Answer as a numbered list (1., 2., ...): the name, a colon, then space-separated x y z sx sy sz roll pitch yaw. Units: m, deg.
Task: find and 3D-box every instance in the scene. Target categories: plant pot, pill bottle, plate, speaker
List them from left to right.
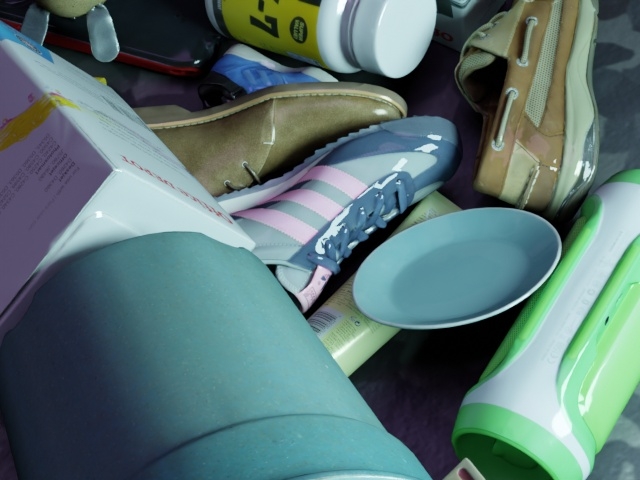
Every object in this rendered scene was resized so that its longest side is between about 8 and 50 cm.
1. plant pot: -0.089 0.189 1.532 0.341 0.341 0.334 -22 46 -9
2. pill bottle: 0.001 -0.230 1.911 0.208 0.119 0.119 20 60 33
3. plate: 0.120 0.030 1.723 0.188 0.024 0.188 -13 30 8
4. speaker: 0.230 0.081 1.705 0.131 0.131 0.296 25 62 20

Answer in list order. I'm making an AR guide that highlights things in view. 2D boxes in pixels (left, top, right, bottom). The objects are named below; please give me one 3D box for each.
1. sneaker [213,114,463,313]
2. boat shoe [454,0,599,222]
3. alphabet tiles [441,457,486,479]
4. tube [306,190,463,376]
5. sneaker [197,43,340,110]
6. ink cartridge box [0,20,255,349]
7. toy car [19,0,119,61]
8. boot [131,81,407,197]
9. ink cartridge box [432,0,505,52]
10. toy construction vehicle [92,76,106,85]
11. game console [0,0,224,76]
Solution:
1. sneaker: 0.000 0.000 1.793 0.319 0.112 0.131 -26 54 -2
2. boat shoe: 0.191 -0.164 1.851 0.120 0.122 0.324 8 50 -6
3. alphabet tiles: 0.066 0.295 1.578 0.237 0.009 0.198 -45 52 7
4. tube: 0.061 0.049 1.789 0.240 0.062 0.070 -43 106 -26
5. sneaker: -0.049 -0.134 1.912 0.152 0.058 0.084 24 56 24
6. ink cartridge box: -0.237 -0.028 1.719 0.197 0.198 0.270 -50 51 7
7. toy car: -0.243 -0.270 1.949 0.155 0.149 0.188 2 87 6
8. boot: -0.064 -0.072 1.853 0.305 0.112 0.115 -10 61 11
9. ink cartridge box: 0.096 -0.296 1.918 0.153 0.208 0.087 26 66 22
10. toy construction vehicle: -0.260 -0.122 1.946 0.086 0.035 0.098 0 54 19
11. game console: -0.213 -0.359 2.079 0.342 0.060 0.386 14 60 15
